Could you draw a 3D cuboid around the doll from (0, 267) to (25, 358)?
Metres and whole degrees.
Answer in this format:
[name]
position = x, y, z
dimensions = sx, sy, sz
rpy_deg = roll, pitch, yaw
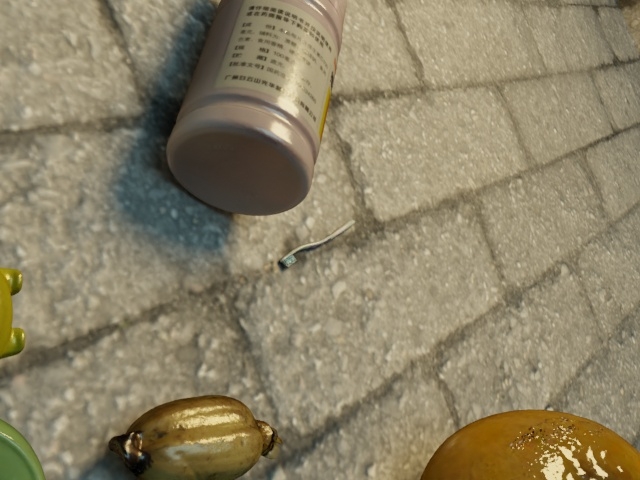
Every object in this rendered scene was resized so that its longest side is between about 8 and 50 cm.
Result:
[doll]
position = -0.258, 0.045, 0.384
dimensions = 0.162, 0.062, 0.106
rpy_deg = 2, 74, -45

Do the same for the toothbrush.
[toothbrush]
position = 0.000, 0.000, 0.712
dimensions = 0.013, 0.011, 0.131
rpy_deg = 54, 42, 4

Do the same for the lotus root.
[lotus root]
position = -0.091, 0.156, 0.510
dimensions = 0.151, 0.063, 0.072
rpy_deg = 10, 25, -38

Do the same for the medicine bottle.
[medicine bottle]
position = -0.053, -0.158, 0.636
dimensions = 0.133, 0.133, 0.250
rpy_deg = 33, 51, -32

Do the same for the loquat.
[loquat]
position = 0.215, 0.289, 0.633
dimensions = 0.263, 0.263, 0.263
rpy_deg = 21, 59, -39

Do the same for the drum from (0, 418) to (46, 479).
[drum]
position = -0.271, 0.153, 0.331
dimensions = 0.253, 0.049, 0.130
rpy_deg = 1, 83, -35
